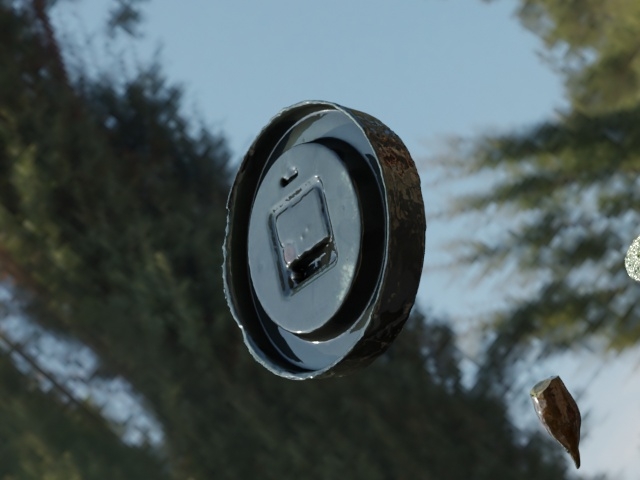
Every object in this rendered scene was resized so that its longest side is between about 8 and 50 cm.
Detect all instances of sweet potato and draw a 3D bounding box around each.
[{"bbox_3d":[0.274,0.209,2.024,0.049,0.117,0.049,-22,12,5],"label":"sweet potato"}]

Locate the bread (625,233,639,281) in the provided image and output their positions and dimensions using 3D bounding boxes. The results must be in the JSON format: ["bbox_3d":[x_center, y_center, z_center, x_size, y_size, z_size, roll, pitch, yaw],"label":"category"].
[{"bbox_3d":[0.316,-0.040,1.403,0.112,0.036,0.193,-26,-16,-23],"label":"bread"}]

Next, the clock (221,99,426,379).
[{"bbox_3d":[0.000,0.000,1.763,0.055,0.280,0.280,5,-57,-37],"label":"clock"}]
